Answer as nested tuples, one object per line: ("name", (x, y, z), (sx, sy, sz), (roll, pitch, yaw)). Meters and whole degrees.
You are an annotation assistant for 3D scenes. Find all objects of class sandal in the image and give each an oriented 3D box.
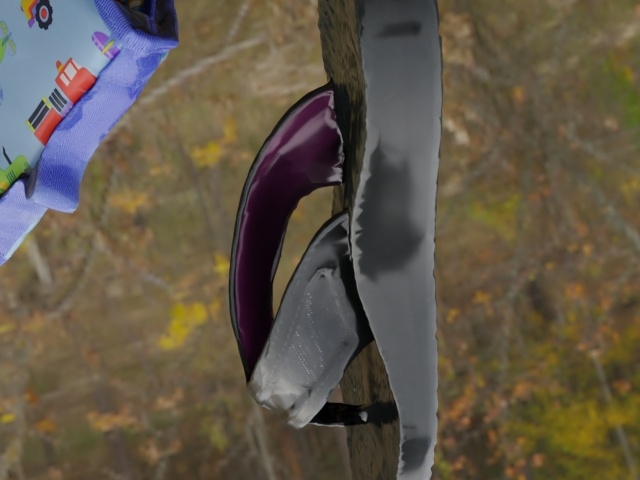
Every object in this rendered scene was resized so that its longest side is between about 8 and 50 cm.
("sandal", (0.000, -0.003, 0.904), (0.107, 0.168, 0.446), (-9, 136, -6))

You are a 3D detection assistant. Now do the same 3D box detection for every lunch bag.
("lunch bag", (-0.176, -0.145, 0.964), (0.138, 0.293, 0.221), (12, 141, -35))
